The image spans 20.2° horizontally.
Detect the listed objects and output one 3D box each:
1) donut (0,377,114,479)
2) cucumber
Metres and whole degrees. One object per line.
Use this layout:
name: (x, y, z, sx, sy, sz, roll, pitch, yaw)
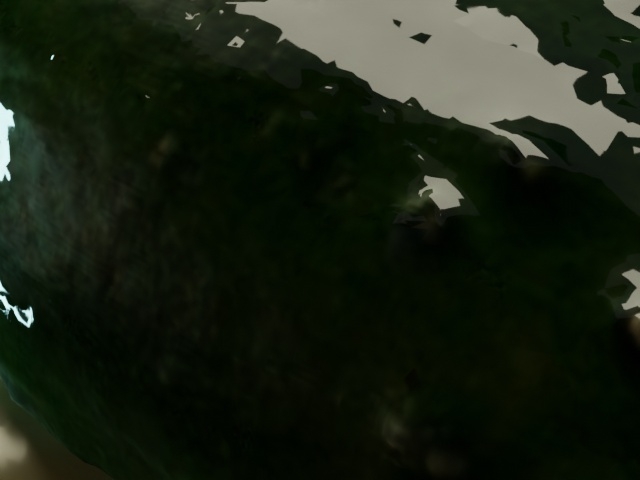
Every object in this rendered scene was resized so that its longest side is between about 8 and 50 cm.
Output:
donut: (-0.084, 0.093, 0.578, 0.382, 0.142, 0.382, -11, 3, 1)
cucumber: (-0.001, -0.002, 0.391, 0.105, 0.145, 0.325, -20, 41, -40)
